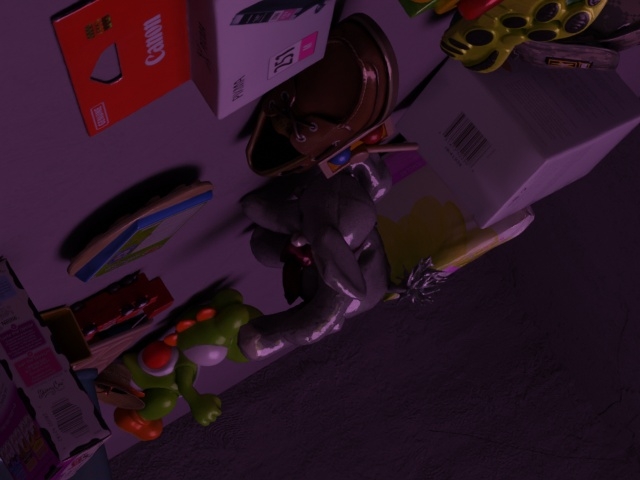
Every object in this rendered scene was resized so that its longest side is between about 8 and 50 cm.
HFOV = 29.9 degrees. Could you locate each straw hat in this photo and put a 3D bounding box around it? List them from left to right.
[{"bbox_3d":[-0.382,0.255,2.193,0.144,0.144,0.061,126,-20,-64],"label":"straw hat"}]

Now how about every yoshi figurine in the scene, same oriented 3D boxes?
[{"bbox_3d":[-0.229,0.229,2.275,0.362,0.203,0.203,-42,179,29],"label":"yoshi figurine"}]

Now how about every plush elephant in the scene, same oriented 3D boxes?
[{"bbox_3d":[0.000,0.000,1.768,0.330,0.255,0.272,-4,-135,19],"label":"plush elephant"}]

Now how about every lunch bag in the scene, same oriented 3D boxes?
[{"bbox_3d":[0.386,-0.324,1.627,0.287,0.169,0.235,-28,175,10],"label":"lunch bag"}]

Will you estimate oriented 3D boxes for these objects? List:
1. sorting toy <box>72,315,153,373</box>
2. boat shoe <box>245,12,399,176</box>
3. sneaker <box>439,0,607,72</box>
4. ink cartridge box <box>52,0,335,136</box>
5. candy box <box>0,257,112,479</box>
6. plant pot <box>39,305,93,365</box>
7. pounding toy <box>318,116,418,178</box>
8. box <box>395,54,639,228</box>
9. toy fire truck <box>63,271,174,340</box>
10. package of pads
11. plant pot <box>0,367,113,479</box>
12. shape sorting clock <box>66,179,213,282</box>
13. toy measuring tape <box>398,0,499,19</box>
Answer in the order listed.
[{"bbox_3d":[-0.397,0.203,2.010,0.193,0.038,0.208,-41,173,35],"label":"sorting toy"},{"bbox_3d":[-0.005,-0.143,1.350,0.104,0.111,0.307,-31,170,-24],"label":"boat shoe"},{"bbox_3d":[0.235,-0.291,1.408,0.295,0.109,0.123,-14,-127,65],"label":"sneaker"},{"bbox_3d":[-0.098,-0.174,1.041,0.239,0.060,0.275,-34,171,-12],"label":"ink cartridge box"},{"bbox_3d":[-0.340,0.158,1.342,0.071,0.233,0.159,-27,170,-37],"label":"candy box"},{"bbox_3d":[-0.382,0.150,1.651,0.083,0.081,0.081,-30,174,28],"label":"plant pot"},{"bbox_3d":[0.047,-0.140,1.578,0.130,0.100,0.141,-34,171,1],"label":"pounding toy"},{"bbox_3d":[0.319,-0.190,1.865,0.345,0.215,0.168,-24,160,-46],"label":"box"},{"bbox_3d":[-0.300,0.103,1.778,0.192,0.047,0.135,-29,171,-27],"label":"toy fire truck"},{"bbox_3d":[0.184,-0.054,2.016,0.296,0.229,0.101,-32,171,17],"label":"package of pads"},{"bbox_3d":[-0.434,0.399,1.731,0.341,0.334,0.341,-20,173,-2],"label":"plant pot"},{"bbox_3d":[-0.221,-0.016,1.466,0.206,0.040,0.206,-36,174,-4],"label":"shape sorting clock"},{"bbox_3d":[0.175,-0.299,1.213,0.121,0.121,0.330,-41,177,38],"label":"toy measuring tape"}]
